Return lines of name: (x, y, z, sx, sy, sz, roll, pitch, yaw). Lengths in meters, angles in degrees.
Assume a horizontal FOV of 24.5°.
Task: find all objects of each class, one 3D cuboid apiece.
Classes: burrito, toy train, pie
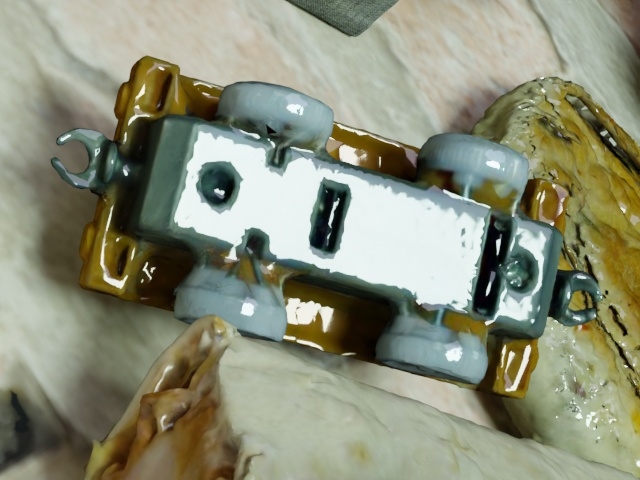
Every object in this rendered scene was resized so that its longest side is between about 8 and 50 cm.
burrito: (0.054, 0.133, 0.517, 0.299, 0.105, 0.143, 24, 70, -32)
toy train: (0.000, 0.000, 0.561, 0.219, 0.127, 0.089, 15, 82, -19)
pie: (0.163, 0.040, 0.750, 0.274, 0.055, 0.274, 32, 42, -34)

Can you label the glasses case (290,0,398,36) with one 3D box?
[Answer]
glasses case: (-0.047, -0.173, 0.687, 0.205, 0.047, 0.071, 25, 47, -32)
